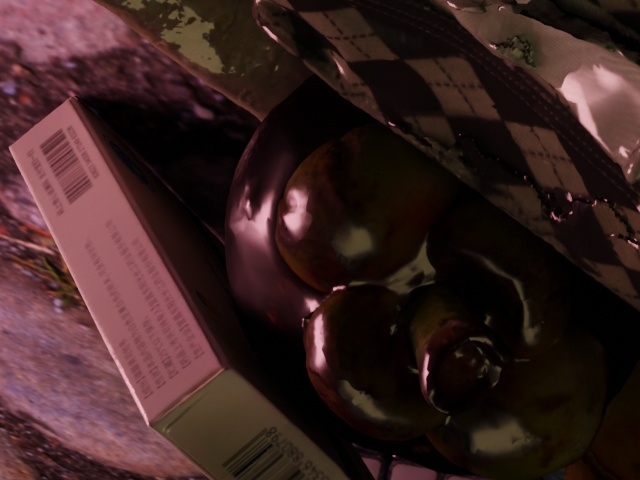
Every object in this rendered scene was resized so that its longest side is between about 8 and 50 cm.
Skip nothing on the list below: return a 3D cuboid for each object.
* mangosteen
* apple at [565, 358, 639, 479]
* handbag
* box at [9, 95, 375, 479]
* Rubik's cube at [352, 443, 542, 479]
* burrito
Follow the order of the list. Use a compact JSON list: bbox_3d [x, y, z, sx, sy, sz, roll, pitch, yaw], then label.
[{"bbox_3d":[0.079,0.018,1.084,0.233,0.288,0.288,-20,153,-17],"label":"mangosteen"},{"bbox_3d":[0.300,0.151,1.223,0.264,0.264,0.264,13,148,8],"label":"apple"},{"bbox_3d":[0.119,-0.163,0.825,0.317,0.180,0.416,46,156,19],"label":"handbag"},{"bbox_3d":[-0.085,0.056,1.248,0.065,0.343,0.200,-40,129,4],"label":"box"},{"bbox_3d":[0.045,0.248,1.532,0.236,0.238,0.237,7,146,15],"label":"Rubik's cube"},{"bbox_3d":[-0.074,-0.134,1.167,0.275,0.059,0.082,30,135,-22],"label":"burrito"}]
